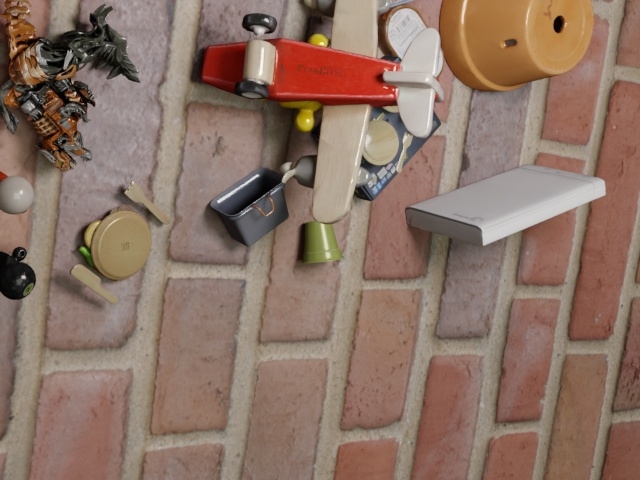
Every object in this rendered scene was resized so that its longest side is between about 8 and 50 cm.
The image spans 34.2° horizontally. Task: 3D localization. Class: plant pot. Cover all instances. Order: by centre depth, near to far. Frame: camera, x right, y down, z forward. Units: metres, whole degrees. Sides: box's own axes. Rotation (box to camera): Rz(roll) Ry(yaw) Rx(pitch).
[{"bbox_3d":[0.000,0.000,2.029,0.083,0.083,0.079,-9,94,-34],"label":"plant pot"},{"bbox_3d":[0.419,-0.444,2.140,0.291,0.203,0.291,-10,107,-34],"label":"plant pot"}]

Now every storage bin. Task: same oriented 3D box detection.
[{"bbox_3d":[-0.118,-0.055,1.923,0.135,0.098,0.091,-38,130,-23],"label":"storage bin"}]

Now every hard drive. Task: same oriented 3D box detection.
[{"bbox_3d":[0.388,-0.081,2.182,0.353,0.233,0.047,-21,113,-30],"label":"hard drive"}]

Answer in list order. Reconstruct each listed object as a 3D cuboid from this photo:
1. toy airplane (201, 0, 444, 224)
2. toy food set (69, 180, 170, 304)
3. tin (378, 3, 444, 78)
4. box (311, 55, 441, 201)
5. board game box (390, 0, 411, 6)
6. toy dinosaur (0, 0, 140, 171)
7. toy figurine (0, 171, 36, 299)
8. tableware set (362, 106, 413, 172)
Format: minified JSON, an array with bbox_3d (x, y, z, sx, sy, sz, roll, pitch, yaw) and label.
[{"bbox_3d":[0.034,-0.281,1.864,0.386,0.272,0.384,-39,89,-7],"label":"toy airplane"},{"bbox_3d":[-0.351,0.004,1.805,0.132,0.038,0.192,47,68,-41],"label":"toy food set"},{"bbox_3d":[0.181,-0.389,2.088,0.106,0.040,0.190,-48,123,-12],"label":"tin"},{"bbox_3d":[0.114,-0.222,2.063,0.233,0.059,0.183,-48,122,-17],"label":"box"},{"bbox_3d":[0.156,-0.533,1.997,0.194,0.060,0.194,-34,135,-20],"label":"board game box"},{"bbox_3d":[-0.411,-0.273,1.632,0.218,0.164,0.322,-21,135,-13],"label":"toy dinosaur"},{"bbox_3d":[-0.545,-0.007,1.589,0.209,0.148,0.213,-3,103,-35],"label":"toy figurine"},{"bbox_3d":[0.121,-0.237,2.005,0.128,0.039,0.194,21,81,-24],"label":"tableware set"}]
